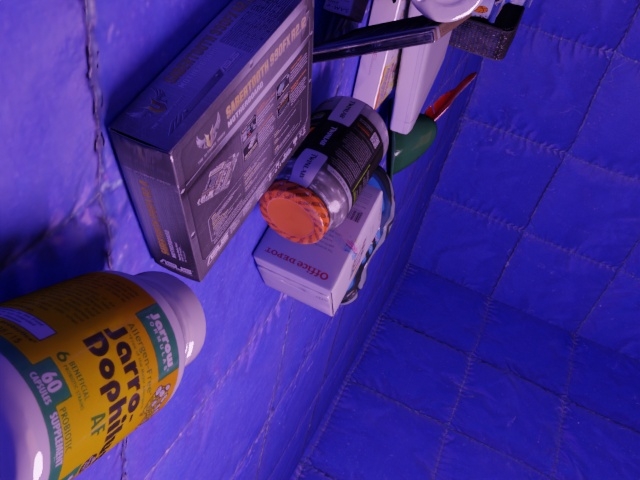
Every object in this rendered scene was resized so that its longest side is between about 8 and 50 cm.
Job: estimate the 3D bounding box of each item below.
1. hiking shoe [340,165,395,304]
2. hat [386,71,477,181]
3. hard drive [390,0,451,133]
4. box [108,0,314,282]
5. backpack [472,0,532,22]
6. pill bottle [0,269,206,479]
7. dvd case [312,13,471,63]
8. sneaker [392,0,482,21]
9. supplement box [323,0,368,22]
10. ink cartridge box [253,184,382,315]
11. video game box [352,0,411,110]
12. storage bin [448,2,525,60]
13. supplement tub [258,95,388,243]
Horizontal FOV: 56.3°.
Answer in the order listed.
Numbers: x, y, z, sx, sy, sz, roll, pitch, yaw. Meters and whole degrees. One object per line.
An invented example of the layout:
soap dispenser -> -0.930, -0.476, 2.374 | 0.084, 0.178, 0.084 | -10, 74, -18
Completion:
hiking shoe -> 0.066, -0.010, 1.205 | 0.132, 0.113, 0.304 | 5, 101, -65
hat -> 0.234, -0.218, 1.247 | 0.173, 0.183, 0.208 | -87, 176, -51
hard drive -> 0.192, -0.376, 1.001 | 0.353, 0.047, 0.233 | 90, 24, -62
box -> -0.082, -0.102, 0.548 | 0.231, 0.056, 0.183 | -59, 165, -31
backpack -> 0.343, -0.569, 1.164 | 0.263, 0.213, 0.276 | 106, 7, -77
pill bottle -> -0.165, 0.086, 0.401 | 0.118, 0.117, 0.208 | -70, 167, 16
dvd case -> 0.086, -0.257, 0.742 | 0.221, 0.164, 0.018 | -49, 132, -55
sneaker -> 0.106, -0.415, 0.635 | 0.236, 0.130, 0.323 | -84, 159, -51
supplement box -> 0.041, -0.317, 0.713 | 0.062, 0.036, 0.098 | -31, 140, -69
ink cartridge box -> 0.000, 0.000, 0.902 | 0.176, 0.128, 0.127 | -61, 166, -20
video game box -> 0.120, -0.340, 0.981 | 0.187, 0.048, 0.205 | -51, 160, -45
storage bin -> 0.353, -0.497, 1.347 | 0.122, 0.180, 0.084 | -60, 166, -28
supplement tub -> 0.005, -0.093, 0.784 | 0.190, 0.117, 0.117 | -57, 165, -36
